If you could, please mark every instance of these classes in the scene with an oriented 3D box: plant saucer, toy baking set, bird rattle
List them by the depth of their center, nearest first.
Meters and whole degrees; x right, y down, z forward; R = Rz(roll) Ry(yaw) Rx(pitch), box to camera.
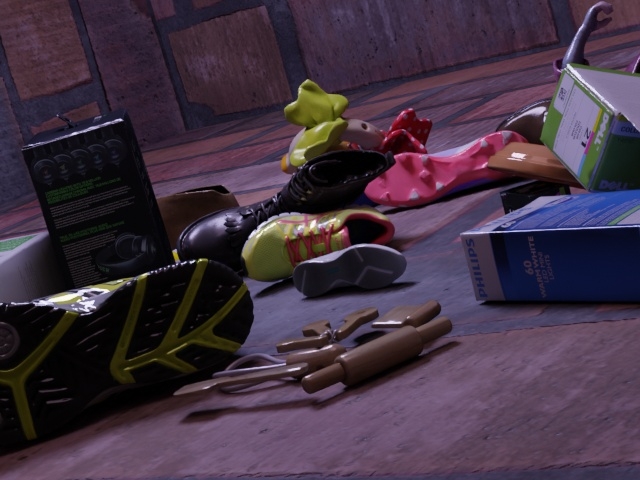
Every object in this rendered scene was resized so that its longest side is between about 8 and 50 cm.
[{"bbox_3d":[-0.002,0.113,1.365,0.256,0.030,0.197,-22,9,-32],"label":"toy baking set"},{"bbox_3d":[0.293,-0.081,1.659,0.200,0.037,0.200,11,2,0],"label":"plant saucer"},{"bbox_3d":[0.048,-0.155,2.337,0.254,0.143,0.207,9,-33,-30],"label":"bird rattle"}]

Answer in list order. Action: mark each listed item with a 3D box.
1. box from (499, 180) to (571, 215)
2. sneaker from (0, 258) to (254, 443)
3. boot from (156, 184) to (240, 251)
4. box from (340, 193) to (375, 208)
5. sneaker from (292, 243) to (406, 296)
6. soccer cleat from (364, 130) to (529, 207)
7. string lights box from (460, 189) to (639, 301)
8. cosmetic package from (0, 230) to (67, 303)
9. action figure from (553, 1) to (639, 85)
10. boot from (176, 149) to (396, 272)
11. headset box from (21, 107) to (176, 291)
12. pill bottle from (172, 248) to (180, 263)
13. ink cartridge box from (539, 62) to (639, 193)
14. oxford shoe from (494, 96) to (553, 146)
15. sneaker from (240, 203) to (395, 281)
[{"bbox_3d":[0.249,-0.031,1.636,0.052,0.062,0.083,-17,10,-14],"label":"box"},{"bbox_3d":[-0.260,0.122,1.479,0.385,0.145,0.147,-11,-4,-12],"label":"sneaker"},{"bbox_3d":[-0.245,-0.010,2.144,0.305,0.115,0.112,-13,13,25],"label":"boot"},{"bbox_3d":[-0.003,-0.050,2.206,0.225,0.036,0.136,-23,12,-28],"label":"box"},{"bbox_3d":[0.041,0.028,1.671,0.152,0.053,0.061,-9,10,38],"label":"sneaker"},{"bbox_3d":[0.187,-0.098,2.091,0.248,0.083,0.095,-17,-15,13],"label":"soccer cleat"},{"bbox_3d":[0.275,0.002,1.377,0.133,0.076,0.260,-23,12,-37],"label":"string lights box"},{"bbox_3d":[-0.444,0.116,1.669,0.197,0.155,0.365,-11,10,13],"label":"cosmetic package"},{"bbox_3d":[0.414,-0.147,1.858,0.370,0.248,0.275,-23,42,64],"label":"action figure"},{"bbox_3d":[-0.050,-0.049,1.902,0.263,0.091,0.229,-19,-12,-25],"label":"boot"},{"bbox_3d":[-0.272,-0.030,1.816,0.131,0.283,0.246,-17,11,-4],"label":"headset box"},{"bbox_3d":[-0.200,0.034,2.034,0.083,0.043,0.043,-24,13,-41],"label":"pill bottle"},{"bbox_3d":[0.369,-0.081,1.482,0.189,0.097,0.255,5,29,-21],"label":"ink cartridge box"},{"bbox_3d":[0.358,-0.168,2.150,0.227,0.082,0.096,-11,16,31],"label":"oxford shoe"},{"bbox_3d":[0.000,0.000,1.807,0.209,0.081,0.094,-19,13,-20],"label":"sneaker"}]
